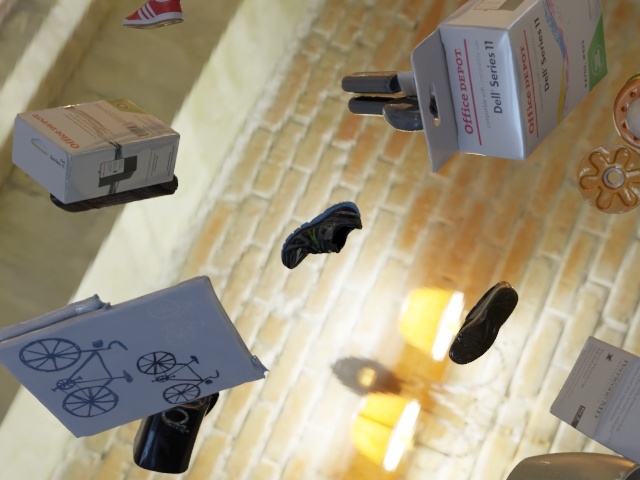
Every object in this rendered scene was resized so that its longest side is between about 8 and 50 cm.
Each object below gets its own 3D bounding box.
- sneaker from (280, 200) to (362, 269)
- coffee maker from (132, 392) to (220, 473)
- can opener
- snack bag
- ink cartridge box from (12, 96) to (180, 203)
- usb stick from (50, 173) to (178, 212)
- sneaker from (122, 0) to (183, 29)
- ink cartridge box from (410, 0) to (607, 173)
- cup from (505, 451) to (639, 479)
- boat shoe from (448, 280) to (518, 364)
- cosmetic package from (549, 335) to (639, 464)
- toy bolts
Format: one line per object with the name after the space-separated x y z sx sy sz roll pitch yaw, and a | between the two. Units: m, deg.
0.000 0.000 2.229 0.188 0.078 0.067 -35 -23 20 | sneaker
-0.267 0.320 2.053 0.171 0.120 0.178 -55 -13 -56 | coffee maker
0.103 -0.217 1.776 0.093 0.280 0.074 -22 -73 -19 | can opener
-0.279 0.173 1.768 0.323 0.342 0.037 66 -173 -53 | snack bag
-0.345 -0.142 1.806 0.208 0.153 0.087 -16 -50 -43 | ink cartridge box
-0.365 -0.089 2.066 0.077 0.278 0.045 30 -119 -45 | usb stick
-0.254 -0.358 1.785 0.042 0.118 0.067 -5 -87 -53 | sneaker
0.279 -0.254 1.683 0.353 0.119 0.207 -43 -49 -38 | ink cartridge box
0.491 0.556 2.353 0.331 0.236 0.331 -26 -55 -44 | cup
0.255 0.129 1.840 0.152 0.056 0.049 -51 11 17 | boat shoe
0.495 0.265 1.902 0.151 0.151 0.183 -62 12 -1 | cosmetic package
0.459 -0.087 1.570 0.218 0.228 0.158 -56 -8 25 | toy bolts
